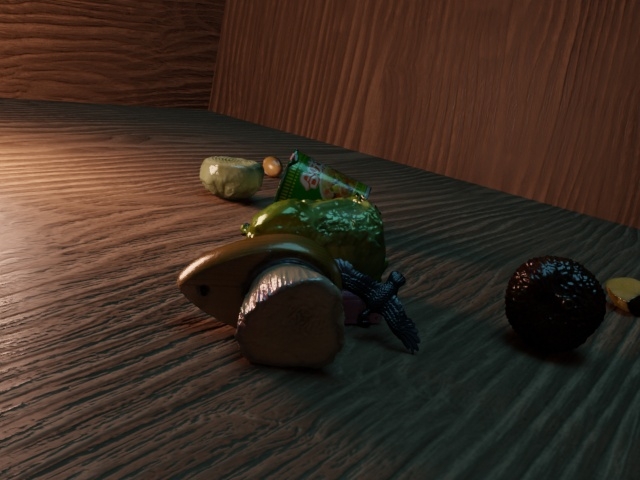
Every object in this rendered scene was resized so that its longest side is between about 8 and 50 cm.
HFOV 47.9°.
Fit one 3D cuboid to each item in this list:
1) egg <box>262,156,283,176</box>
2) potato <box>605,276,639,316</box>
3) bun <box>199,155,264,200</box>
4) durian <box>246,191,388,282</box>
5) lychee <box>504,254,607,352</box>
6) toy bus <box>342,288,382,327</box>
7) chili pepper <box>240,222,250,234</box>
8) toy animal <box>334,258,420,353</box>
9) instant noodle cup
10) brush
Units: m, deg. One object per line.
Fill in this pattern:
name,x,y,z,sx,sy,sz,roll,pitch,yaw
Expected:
egg,-0.169,-0.261,2.579,0.071,0.071,0.083,3,29,-30
potato,0.761,0.138,1.786,0.096,0.066,0.103,-19,28,-14
bun,-0.255,-0.177,2.085,0.195,0.118,0.195,7,10,-1
durian,0.000,0.000,1.393,0.339,0.205,0.256,0,-21,-22
lychee,0.444,0.123,1.378,0.194,0.195,0.194,11,14,-3
toy bus,0.021,0.114,1.300,0.203,0.063,0.090,4,15,-34
chili pepper,-0.160,-0.017,1.737,0.030,0.034,0.091,-37,42,-26
toy animal,0.101,0.102,1.251,0.220,0.062,0.108,46,52,10
instant noodle cup,0.007,-0.116,1.943,0.232,0.207,0.207,21,15,2
brush,-0.094,0.092,1.109,0.266,0.174,0.166,3,24,-1
